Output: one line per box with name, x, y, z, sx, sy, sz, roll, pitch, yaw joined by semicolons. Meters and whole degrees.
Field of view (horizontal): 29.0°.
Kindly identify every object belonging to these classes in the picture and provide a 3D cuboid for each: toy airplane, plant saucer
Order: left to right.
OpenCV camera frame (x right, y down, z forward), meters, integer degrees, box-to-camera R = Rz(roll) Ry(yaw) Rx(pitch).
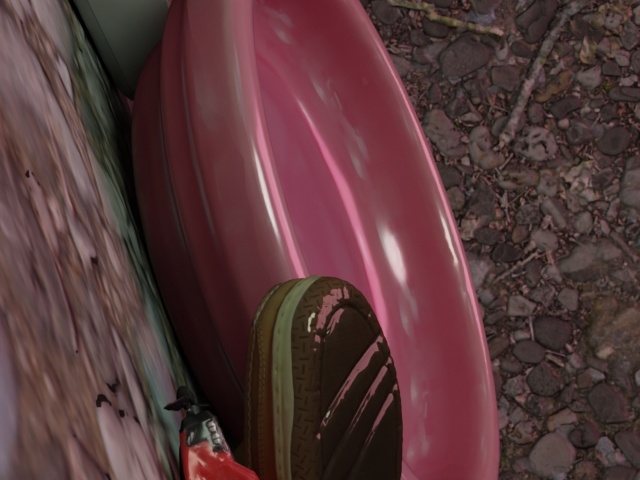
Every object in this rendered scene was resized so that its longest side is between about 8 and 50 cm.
toy airplane;-0.018;0.116;0.391;0.151;0.028;0.151;160;-90;-87
plant saucer;0.000;0.000;0.650;0.332;0.084;0.332;-19;90;-73

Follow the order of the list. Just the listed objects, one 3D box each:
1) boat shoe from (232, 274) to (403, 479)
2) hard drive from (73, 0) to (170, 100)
boat shoe;-0.011;0.095;0.474;0.068;0.072;0.190;-38;132;-45
hard drive;-0.161;-0.279;0.681;0.233;0.047;0.353;73;-3;-61
